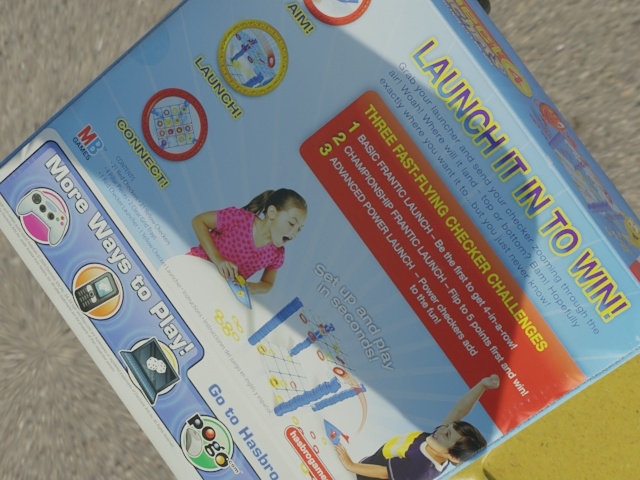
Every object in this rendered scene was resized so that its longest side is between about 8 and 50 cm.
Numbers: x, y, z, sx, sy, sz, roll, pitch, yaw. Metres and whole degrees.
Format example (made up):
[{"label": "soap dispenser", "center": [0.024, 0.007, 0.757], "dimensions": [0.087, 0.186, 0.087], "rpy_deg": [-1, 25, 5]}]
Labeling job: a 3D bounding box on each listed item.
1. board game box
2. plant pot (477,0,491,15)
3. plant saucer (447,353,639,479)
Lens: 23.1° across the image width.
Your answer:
[{"label": "board game box", "center": [0.000, 0.000, 0.911], "dimensions": [0.302, 0.086, 0.308], "rpy_deg": [-37, 86, 23]}, {"label": "plant pot", "center": [0.037, -0.227, 1.396], "dimensions": [0.167, 0.187, 0.188], "rpy_deg": [-30, 105, -29]}, {"label": "plant saucer", "center": [0.243, 0.177, 1.325], "dimensions": [0.333, 0.081, 0.333], "rpy_deg": [45, 67, -16]}]
